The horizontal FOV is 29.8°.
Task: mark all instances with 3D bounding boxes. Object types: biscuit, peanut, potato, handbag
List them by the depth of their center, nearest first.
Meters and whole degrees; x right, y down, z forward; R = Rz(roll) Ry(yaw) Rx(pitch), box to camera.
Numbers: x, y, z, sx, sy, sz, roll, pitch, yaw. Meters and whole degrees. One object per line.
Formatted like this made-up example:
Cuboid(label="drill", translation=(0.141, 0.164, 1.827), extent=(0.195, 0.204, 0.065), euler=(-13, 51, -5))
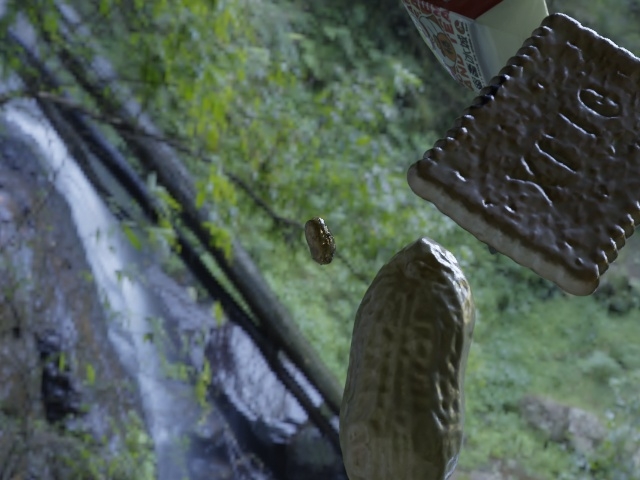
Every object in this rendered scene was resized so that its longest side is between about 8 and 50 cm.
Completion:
Cuboid(label="biscuit", translation=(0.249, -0.095, 1.221), extent=(0.217, 0.044, 0.325), euler=(34, 55, 10))
Cuboid(label="peanut", translation=(0.104, 0.149, 1.398), extent=(0.152, 0.313, 0.152), euler=(5, -17, 2))
Cuboid(label="potato", translation=(0.000, 0.000, 1.901), extent=(0.040, 0.083, 0.051), euler=(-11, 29, 16))
Cuboid(label="handbag", translation=(0.232, -0.356, 1.956), extent=(0.151, 0.171, 0.298), euler=(-36, 37, -16))

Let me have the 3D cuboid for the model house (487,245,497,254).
Cuboid(label="model house", translation=(0.247, -0.078, 1.859), extent=(0.088, 0.167, 0.117), euler=(10, 29, -26))
